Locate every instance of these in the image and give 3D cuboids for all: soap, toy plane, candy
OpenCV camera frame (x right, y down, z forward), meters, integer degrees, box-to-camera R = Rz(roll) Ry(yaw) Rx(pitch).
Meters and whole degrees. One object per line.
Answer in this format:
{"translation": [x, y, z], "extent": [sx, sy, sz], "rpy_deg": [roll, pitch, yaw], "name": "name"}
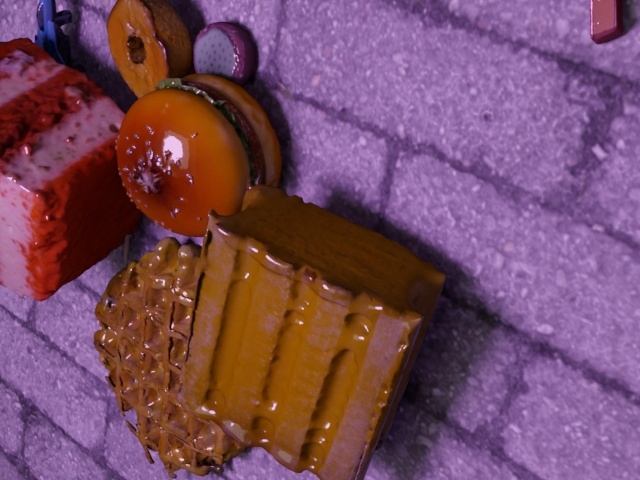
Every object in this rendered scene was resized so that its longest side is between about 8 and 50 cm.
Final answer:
{"translation": [-0.023, 0.130, 1.235], "extent": [0.293, 0.156, 0.335], "rpy_deg": [22, 124, 13], "name": "soap"}
{"translation": [-0.447, -0.328, 1.590], "extent": [0.169, 0.078, 0.247], "rpy_deg": [34, 127, 29], "name": "toy plane"}
{"translation": [-0.140, -0.265, 1.372], "extent": [0.103, 0.043, 0.103], "rpy_deg": [9, 104, 40], "name": "candy"}

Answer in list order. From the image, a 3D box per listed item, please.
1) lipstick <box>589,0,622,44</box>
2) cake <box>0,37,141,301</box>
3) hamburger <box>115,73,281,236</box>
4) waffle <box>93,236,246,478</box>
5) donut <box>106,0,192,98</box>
{"translation": [0.293, -0.361, 0.974], "extent": [0.051, 0.051, 0.312], "rpy_deg": [4, 104, 38], "name": "lipstick"}
{"translation": [-0.458, -0.114, 1.481], "extent": [0.319, 0.269, 0.270], "rpy_deg": [32, 138, 13], "name": "cake"}
{"translation": [-0.184, -0.108, 1.340], "extent": [0.246, 0.170, 0.246], "rpy_deg": [17, 122, 28], "name": "hamburger"}
{"translation": [-0.234, 0.198, 1.541], "extent": [0.382, 0.095, 0.380], "rpy_deg": [-38, 77, 42], "name": "waffle"}
{"translation": [-0.255, -0.294, 1.425], "extent": [0.178, 0.065, 0.162], "rpy_deg": [-10, 105, 59], "name": "donut"}
